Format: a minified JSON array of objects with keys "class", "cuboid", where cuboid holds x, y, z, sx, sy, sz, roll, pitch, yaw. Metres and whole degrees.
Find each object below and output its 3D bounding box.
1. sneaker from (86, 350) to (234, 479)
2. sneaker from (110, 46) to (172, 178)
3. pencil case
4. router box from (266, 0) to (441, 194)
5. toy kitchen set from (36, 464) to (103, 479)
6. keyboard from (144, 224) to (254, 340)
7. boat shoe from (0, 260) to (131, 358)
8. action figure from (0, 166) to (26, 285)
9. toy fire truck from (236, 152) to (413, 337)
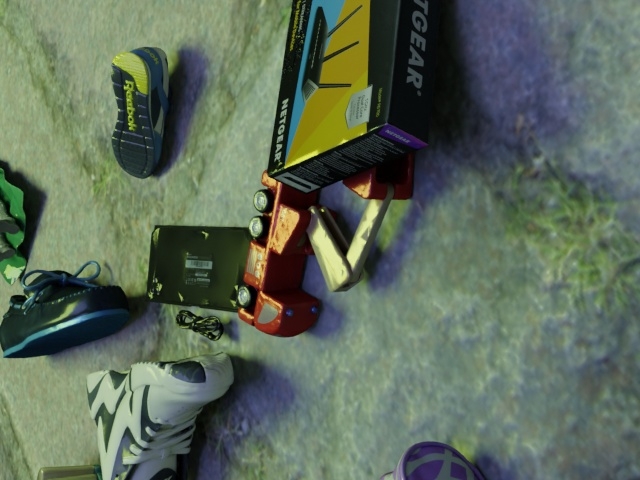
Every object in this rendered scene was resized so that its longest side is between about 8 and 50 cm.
[{"class":"sneaker","cuboid":[-0.149,0.191,0.984,0.235,0.094,0.153,-16,81,47]},{"class":"sneaker","cuboid":[-0.175,-0.129,1.038,0.053,0.059,0.144,20,126,14]},{"class":"pencil case","cuboid":[0.044,0.238,0.777,0.086,0.088,0.206,54,127,29]},{"class":"router box","cuboid":[0.027,-0.137,0.773,0.133,0.046,0.178,-19,56,46]},{"class":"toy kitchen set","cuboid":[-0.228,0.341,1.088,0.207,0.122,0.166,-155,69,-66]},{"class":"keyboard","cuboid":[-0.111,0.040,0.991,0.180,0.023,0.108,2,86,49]},{"class":"boat shoe","cuboid":[-0.301,0.073,1.140,0.258,0.109,0.089,-18,75,45]},{"class":"action figure","cuboid":[-0.441,-0.061,1.327,0.232,0.064,0.137,46,126,41]},{"class":"toy fire truck","cuboid":[0.000,0.000,0.847,0.135,0.047,0.192,25,110,44]}]
